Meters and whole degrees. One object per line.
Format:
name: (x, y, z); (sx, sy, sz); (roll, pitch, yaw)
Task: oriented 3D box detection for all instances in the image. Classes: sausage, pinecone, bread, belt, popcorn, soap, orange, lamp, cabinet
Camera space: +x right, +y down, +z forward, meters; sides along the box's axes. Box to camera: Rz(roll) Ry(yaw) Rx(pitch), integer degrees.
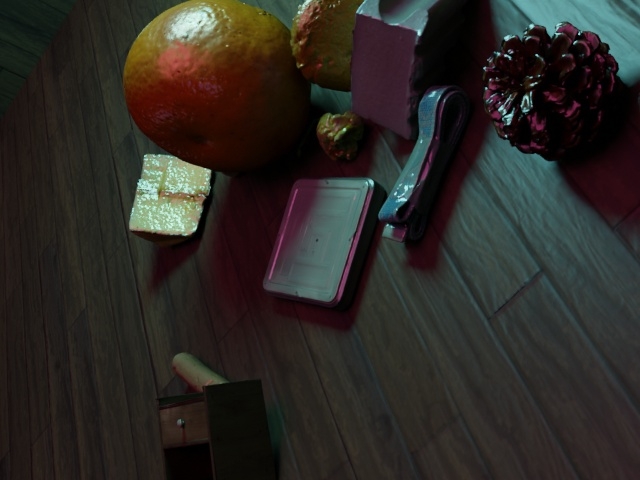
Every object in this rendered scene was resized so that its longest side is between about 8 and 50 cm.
sausage: (-0.235, 0.313, 1.862); (0.301, 0.066, 0.066); (17, 84, 54)
pinecone: (0.348, -0.237, 1.325); (0.221, 0.221, 0.221); (-28, 51, 40)
bread: (-0.379, -0.121, 2.217); (0.178, 0.135, 0.240); (-17, 56, 46)
belt: (0.186, -0.141, 1.568); (0.072, 0.087, 0.302); (18, 85, 50)
popcorn: (0.038, -0.219, 1.791); (0.109, 0.097, 0.089); (-34, 42, 55)
soap: (0.187, -0.383, 1.689); (0.159, 0.258, 0.302); (20, 44, 24)
bread: (0.047, -0.425, 1.784); (0.240, 0.240, 0.139); (-58, 26, 10)
orange: (-0.222, -0.347, 1.913); (0.424, 0.424, 0.326); (-13, 54, 47)
lamp: (0.000, 0.000, 1.755); (0.269, 0.047, 0.266); (6, 77, 52)
cabinet: (-0.208, 0.391, 1.662); (0.175, 0.148, 0.215); (-20, 73, 44)

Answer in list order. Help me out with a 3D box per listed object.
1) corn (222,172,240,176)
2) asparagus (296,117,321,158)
corn: (-0.199, -0.274, 2.137); (0.079, 0.079, 0.237); (-1, 67, 51)
asparagus: (-0.026, -0.231, 1.936); (0.108, 0.021, 0.025); (-59, 38, 9)
